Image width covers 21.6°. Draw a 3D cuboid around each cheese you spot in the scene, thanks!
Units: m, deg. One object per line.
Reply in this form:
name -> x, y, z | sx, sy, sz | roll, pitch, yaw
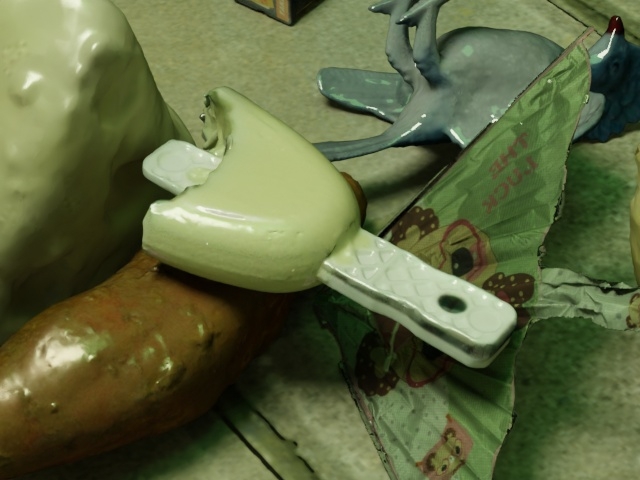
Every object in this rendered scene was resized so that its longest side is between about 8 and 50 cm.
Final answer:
cheese -> -0.193, -0.030, 1.005 | 0.174, 0.251, 0.248 | 37, 88, 19
cheese -> 0.000, -0.001, 0.909 | 0.235, 0.049, 0.127 | 28, 42, 18

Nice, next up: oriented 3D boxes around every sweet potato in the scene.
sweet potato -> -0.078, 0.045, 0.945 | 0.355, 0.095, 0.106 | -35, 14, -36

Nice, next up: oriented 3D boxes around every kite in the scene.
kite -> 0.085, 0.036, 0.921 | 0.268, 0.013, 0.323 | -4, 68, 49

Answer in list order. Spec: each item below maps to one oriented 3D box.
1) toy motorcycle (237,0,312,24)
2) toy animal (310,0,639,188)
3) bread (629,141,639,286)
toy motorcycle -> -0.089, -0.276, 1.325 | 0.263, 0.091, 0.157 | 27, 52, 24
toy animal -> 0.104, -0.091, 1.090 | 0.255, 0.176, 0.239 | -36, 22, -7
bread -> 0.323, 0.052, 0.836 | 0.165, 0.236, 0.375 | -35, 54, -21
